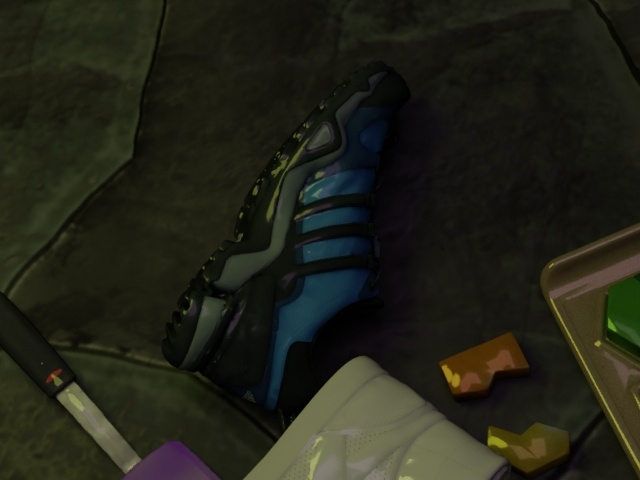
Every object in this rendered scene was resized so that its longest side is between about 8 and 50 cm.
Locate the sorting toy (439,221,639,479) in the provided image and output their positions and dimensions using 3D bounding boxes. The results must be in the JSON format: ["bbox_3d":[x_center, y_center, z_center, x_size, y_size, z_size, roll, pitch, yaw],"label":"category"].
[{"bbox_3d":[0.257,0.092,1.155,0.307,0.041,0.229,-23,64,-2],"label":"sorting toy"}]

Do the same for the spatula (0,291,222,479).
[{"bbox_3d":[-0.180,0.132,1.214,0.084,0.030,0.296,-41,65,-11],"label":"spatula"}]

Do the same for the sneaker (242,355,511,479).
[{"bbox_3d":[0.011,0.234,1.094,0.169,0.108,0.292,31,72,24],"label":"sneaker"}]

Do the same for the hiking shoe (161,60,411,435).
[{"bbox_3d":[0.000,0.000,1.223,0.132,0.113,0.304,35,69,-7],"label":"hiking shoe"}]
